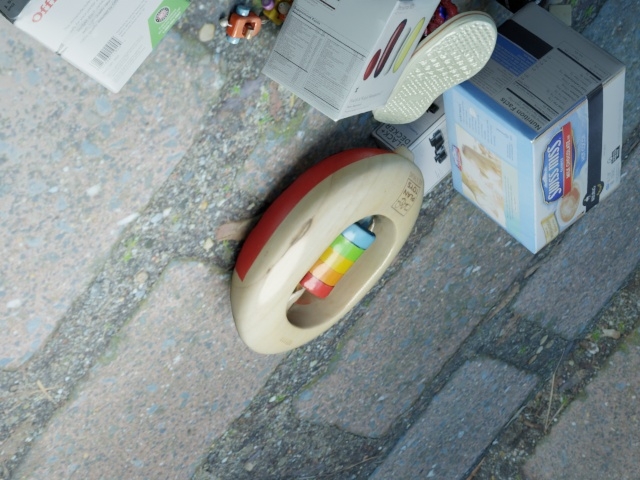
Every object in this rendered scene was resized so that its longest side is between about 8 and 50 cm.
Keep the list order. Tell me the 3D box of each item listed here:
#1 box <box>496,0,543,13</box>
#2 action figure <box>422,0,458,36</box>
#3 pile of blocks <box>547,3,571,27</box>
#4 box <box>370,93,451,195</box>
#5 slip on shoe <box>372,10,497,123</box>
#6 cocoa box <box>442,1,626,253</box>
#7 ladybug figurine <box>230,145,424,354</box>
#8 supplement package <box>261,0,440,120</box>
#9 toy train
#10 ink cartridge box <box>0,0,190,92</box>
[{"bbox_3d":[0.384,-0.506,2.162,0.180,0.077,0.147,-41,149,-10],"label":"box"},{"bbox_3d":[0.193,-0.431,1.993,0.139,0.091,0.280,-33,150,-50],"label":"action figure"},{"bbox_3d":[0.427,-0.317,2.432,0.112,0.149,0.362,0,131,6],"label":"pile of blocks"},{"bbox_3d":[0.241,-0.230,2.295,0.290,0.087,0.169,-44,149,-6],"label":"box"},{"bbox_3d":[0.176,-0.297,2.015,0.123,0.101,0.331,7,160,-21],"label":"slip on shoe"},{"bbox_3d":[0.377,-0.193,2.190,0.228,0.231,0.347,-38,148,-15],"label":"cocoa box"},{"bbox_3d":[0.000,0.000,2.187,0.449,0.162,0.305,-48,147,5],"label":"ladybug figurine"},{"bbox_3d":[0.050,-0.313,1.860,0.194,0.149,0.203,-28,149,-61],"label":"supplement package"},{"bbox_3d":[-0.072,-0.357,1.806,0.125,0.046,0.166,-8,132,-47],"label":"toy train"},{"bbox_3d":[-0.292,-0.307,1.550,0.160,0.092,0.219,-49,149,4],"label":"ink cartridge box"}]
